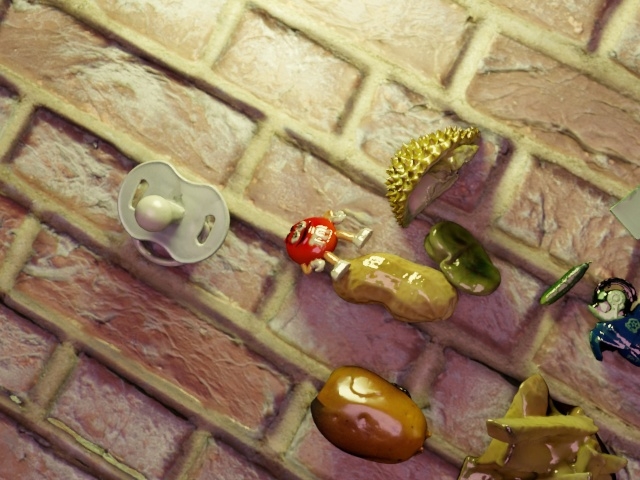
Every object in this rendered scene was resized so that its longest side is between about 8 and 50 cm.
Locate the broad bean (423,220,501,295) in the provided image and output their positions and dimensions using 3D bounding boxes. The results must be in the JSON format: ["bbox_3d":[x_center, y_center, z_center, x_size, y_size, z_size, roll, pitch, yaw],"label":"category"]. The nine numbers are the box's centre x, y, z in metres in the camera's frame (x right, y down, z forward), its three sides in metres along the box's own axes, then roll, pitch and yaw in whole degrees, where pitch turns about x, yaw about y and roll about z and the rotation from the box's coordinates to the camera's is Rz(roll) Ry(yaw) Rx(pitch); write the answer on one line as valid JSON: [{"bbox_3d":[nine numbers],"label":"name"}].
[{"bbox_3d":[0.337,0.044,1.818,0.207,0.072,0.153,46,55,8],"label":"broad bean"}]

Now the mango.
[{"bbox_3d":[0.120,0.422,1.821,0.287,0.152,0.201,21,101,10],"label":"mango"}]

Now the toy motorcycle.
[{"bbox_3d":[0.755,0.236,1.768,0.331,0.125,0.196,33,94,10],"label":"toy motorcycle"}]

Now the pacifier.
[{"bbox_3d":[-0.380,-0.055,1.857,0.299,0.233,0.244,27,95,8],"label":"pacifier"}]

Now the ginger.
[{"bbox_3d":[0.506,0.545,1.743,0.358,0.211,0.413,-37,85,7],"label":"ginger"}]

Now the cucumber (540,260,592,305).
[{"bbox_3d":[0.585,0.102,1.830,0.155,0.037,0.037,-43,84,7],"label":"cucumber"}]

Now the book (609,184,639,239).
[{"bbox_3d":[0.771,-0.078,1.822,0.135,0.017,0.103,-40,82,4],"label":"book"}]

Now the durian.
[{"bbox_3d":[0.267,-0.175,1.827,0.306,0.172,0.166,-47,108,-4],"label":"durian"}]

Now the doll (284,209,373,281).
[{"bbox_3d":[0.000,0.000,1.860,0.217,0.085,0.183,21,67,37],"label":"doll"}]

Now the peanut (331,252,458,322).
[{"bbox_3d":[0.176,0.112,1.832,0.305,0.147,0.147,20,91,9],"label":"peanut"}]
